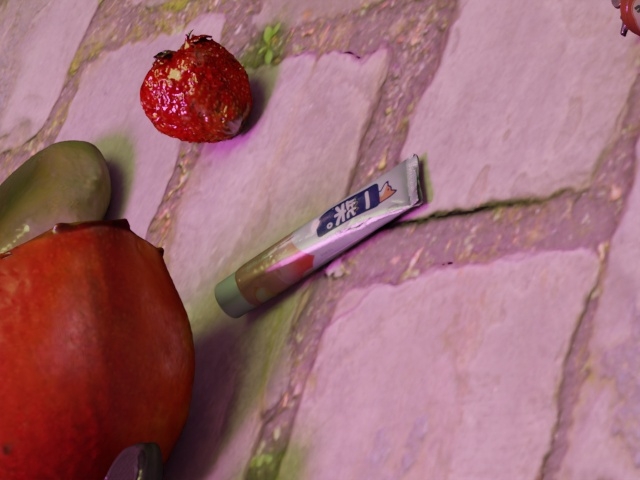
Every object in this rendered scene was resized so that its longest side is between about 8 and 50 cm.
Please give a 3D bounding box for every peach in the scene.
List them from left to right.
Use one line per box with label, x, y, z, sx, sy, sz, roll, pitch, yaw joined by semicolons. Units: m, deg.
peach;-0.250;0.118;1.590;0.338;0.281;0.281;-63;31;6

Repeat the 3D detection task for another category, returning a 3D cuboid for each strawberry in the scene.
strawberry;-0.111;-0.130;1.797;0.106;0.106;0.106;-34;38;32

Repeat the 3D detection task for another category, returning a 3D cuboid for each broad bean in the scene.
broad bean;-0.279;-0.007;1.913;0.169;0.100;0.228;-26;41;30

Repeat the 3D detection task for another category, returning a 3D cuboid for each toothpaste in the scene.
toothpaste;0.000;0.000;1.587;0.205;0.036;0.056;-33;40;27

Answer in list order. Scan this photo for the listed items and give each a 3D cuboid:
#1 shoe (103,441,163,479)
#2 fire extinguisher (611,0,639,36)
shoe;-0.114;0.272;1.463;0.108;0.093;0.241;159;114;-66
fire extinguisher;0.254;-0.160;1.366;0.177;0.050;0.062;29;113;58
